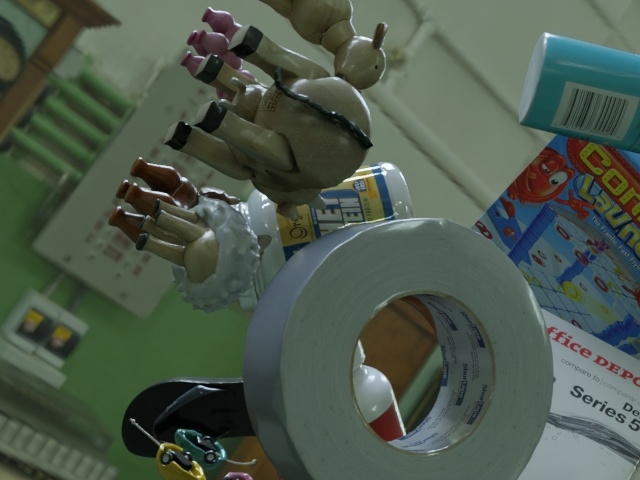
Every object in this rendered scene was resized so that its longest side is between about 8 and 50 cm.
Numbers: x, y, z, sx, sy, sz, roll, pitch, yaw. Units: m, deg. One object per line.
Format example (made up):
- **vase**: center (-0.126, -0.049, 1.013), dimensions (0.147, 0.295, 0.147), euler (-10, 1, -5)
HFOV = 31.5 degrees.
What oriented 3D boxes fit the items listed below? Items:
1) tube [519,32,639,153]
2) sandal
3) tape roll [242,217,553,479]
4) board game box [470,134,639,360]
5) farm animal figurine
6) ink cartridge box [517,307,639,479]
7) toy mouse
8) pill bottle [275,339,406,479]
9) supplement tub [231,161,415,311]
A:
- **tube**: center (0.216, -0.064, 0.625), dimensions (0.207, 0.052, 0.080), euler (14, -22, 0)
- **sandal**: center (-0.141, 0.212, 1.382), dimensions (0.054, 0.254, 0.097), euler (-37, 109, -66)
- **tape roll**: center (0.058, 0.094, 0.816), dimensions (0.219, 0.219, 0.072), euler (36, -17, -19)
- **board game box**: center (0.344, 0.024, 1.294), dimensions (0.308, 0.086, 0.302), euler (49, -35, 10)
- **farm animal figurine**: center (-0.033, -0.108, 0.999), dimensions (0.172, 0.330, 0.327), euler (27, 4, -18)
- **ink cartridge box**: center (0.225, 0.221, 1.187), dimensions (0.198, 0.273, 0.115), euler (29, -36, 20)
- **toy mouse**: center (-0.115, 0.247, 1.202), dimensions (0.161, 0.031, 0.143), euler (37, 11, 26)
- **pill bottle**: center (0.035, 0.357, 1.903), dimensions (0.229, 0.229, 0.408), euler (-159, -130, -70)
- **supplement tub**: center (0.000, 0.000, 1.246), dimensions (0.144, 0.199, 0.144), euler (168, -90, -87)
